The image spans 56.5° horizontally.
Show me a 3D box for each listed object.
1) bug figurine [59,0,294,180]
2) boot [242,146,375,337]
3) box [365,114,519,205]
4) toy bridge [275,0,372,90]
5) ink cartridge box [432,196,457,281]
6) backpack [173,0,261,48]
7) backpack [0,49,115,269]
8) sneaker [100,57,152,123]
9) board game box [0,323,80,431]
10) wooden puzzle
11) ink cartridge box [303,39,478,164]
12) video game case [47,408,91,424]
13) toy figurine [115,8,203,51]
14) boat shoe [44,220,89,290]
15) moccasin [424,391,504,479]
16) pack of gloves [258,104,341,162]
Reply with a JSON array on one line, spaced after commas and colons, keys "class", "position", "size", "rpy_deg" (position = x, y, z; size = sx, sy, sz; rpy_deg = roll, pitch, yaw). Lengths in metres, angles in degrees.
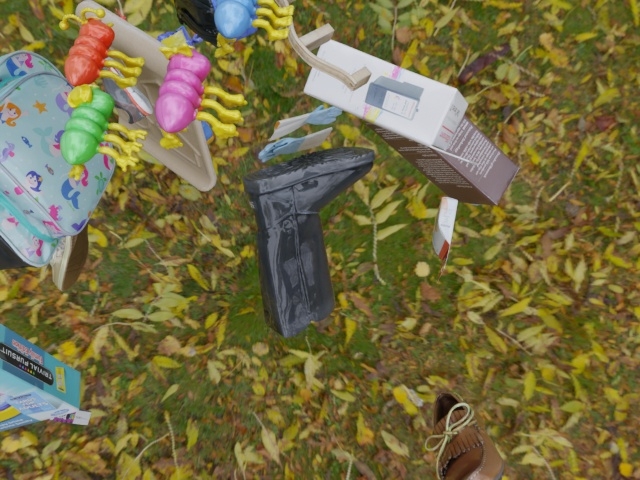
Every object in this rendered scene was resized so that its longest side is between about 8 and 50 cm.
[{"class": "bug figurine", "position": [-0.168, -0.173, 0.588], "size": [0.279, 0.072, 0.216], "rpy_deg": [-10, 59, 23]}, {"class": "boot", "position": [-0.002, 0.000, 1.583], "size": [0.367, 0.146, 0.445], "rpy_deg": [-18, 114, -20]}, {"class": "box", "position": [0.331, -0.256, 1.607], "size": [0.381, 0.191, 0.143], "rpy_deg": [38, 81, -24]}, {"class": "toy bridge", "position": [-0.010, -0.289, 0.855], "size": [0.063, 0.026, 0.188], "rpy_deg": [-36, 83, -25]}, {"class": "ink cartridge box", "position": [0.298, 0.001, 1.486], "size": [0.045, 0.145, 0.179], "rpy_deg": [14, 73, 8]}, {"class": "backpack", "position": [-0.121, -0.299, 0.717], "size": [0.101, 0.098, 0.120], "rpy_deg": [-30, 52, -14]}, {"class": "backpack", "position": [-0.386, -0.114, 0.761], "size": [0.191, 0.225, 0.253], "rpy_deg": [-12, 41, 18]}, {"class": "sneaker", "position": [-0.385, -0.283, 1.101], "size": [0.065, 0.061, 0.158], "rpy_deg": [-37, 104, 9]}, {"class": "board game box", "position": [-0.587, 0.223, 0.945], "size": [0.254, 0.336, 0.079], "rpy_deg": [-16, 58, 3]}, {"class": "wooden puzzle", "position": [-0.348, -0.305, 1.268], "size": [0.322, 0.347, 0.080], "rpy_deg": [34, 61, 20]}, {"class": "ink cartridge box", "position": [0.169, -0.274, 1.197], "size": [0.353, 0.207, 0.119], "rpy_deg": [27, 103, 15]}, {"class": "video game case", "position": [-0.738, 0.420, 1.499], "size": [0.232, 0.210, 0.041], "rpy_deg": [0, 70, 29]}, {"class": "toy figurine", "position": [-0.434, -0.556, 1.704], "size": [0.217, 0.191, 0.362], "rpy_deg": [-23, 45, -5]}, {"class": "boat shoe", "position": [-0.670, -0.008, 1.563], "size": [0.089, 0.104, 0.285], "rpy_deg": [14, 102, 4]}, {"class": "moccasin", "position": [0.290, 0.416, 1.242], "size": [0.139, 0.380, 0.147], "rpy_deg": [-43, 90, 16]}, {"class": "pack of gloves", "position": [-0.057, -0.288, 1.534], "size": [0.232, 0.195, 0.046], "rpy_deg": [-23, 77, -34]}]
